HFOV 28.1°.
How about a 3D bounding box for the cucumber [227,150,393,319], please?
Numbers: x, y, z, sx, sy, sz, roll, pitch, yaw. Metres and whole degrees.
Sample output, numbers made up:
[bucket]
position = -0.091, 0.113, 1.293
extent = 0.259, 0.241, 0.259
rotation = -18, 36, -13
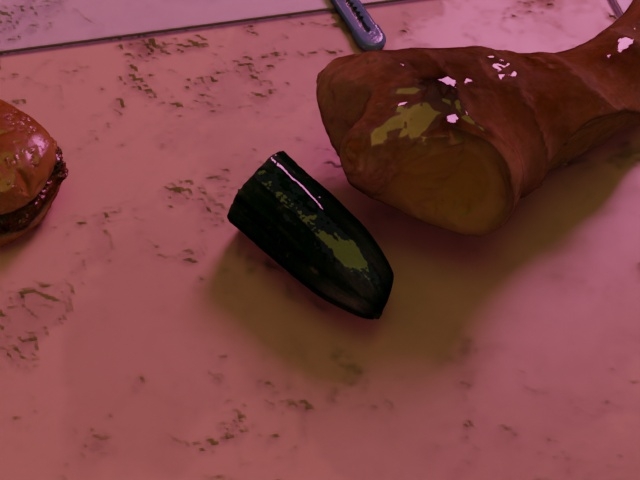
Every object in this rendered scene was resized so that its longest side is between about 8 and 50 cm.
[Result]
[cucumber]
position = 0.000, 0.000, 0.655
extent = 0.048, 0.048, 0.105
rotation = -37, 64, -26

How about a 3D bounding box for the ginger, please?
[ginger]
position = 0.121, -0.090, 0.716
extent = 0.294, 0.086, 0.131
rotation = -29, 50, -32

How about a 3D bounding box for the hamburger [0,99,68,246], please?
[hamburger]
position = -0.178, -0.040, 0.679
extent = 0.083, 0.044, 0.076
rotation = 24, 55, 18

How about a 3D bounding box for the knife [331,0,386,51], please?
[knife]
position = 0.015, -0.151, 0.792
extent = 0.027, 0.010, 0.096
rotation = -19, 57, -16
